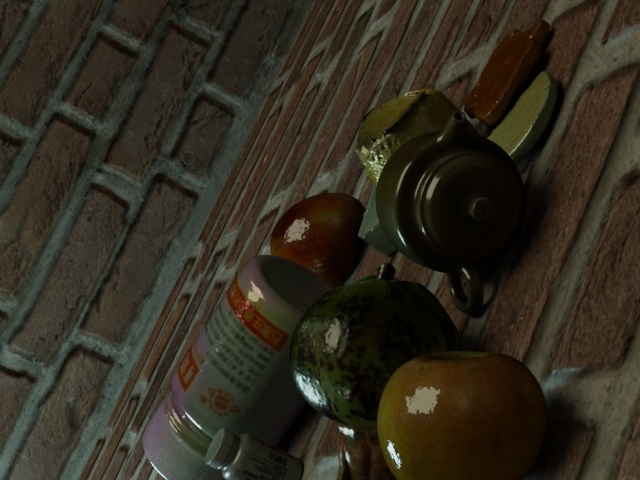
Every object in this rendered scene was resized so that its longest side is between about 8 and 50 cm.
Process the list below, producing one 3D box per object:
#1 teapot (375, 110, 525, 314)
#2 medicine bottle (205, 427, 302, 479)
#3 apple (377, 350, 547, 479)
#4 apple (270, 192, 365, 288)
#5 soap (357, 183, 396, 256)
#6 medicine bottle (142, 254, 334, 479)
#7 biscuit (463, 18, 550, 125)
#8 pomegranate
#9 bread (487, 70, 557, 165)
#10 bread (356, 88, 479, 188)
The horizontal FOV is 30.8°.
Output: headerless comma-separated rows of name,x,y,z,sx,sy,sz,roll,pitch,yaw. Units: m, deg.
teapot,0.180,-0.035,1.500,0.175,0.185,0.268,-149,50,-75
medicine bottle,-0.105,0.351,1.820,0.079,0.140,0.079,-56,15,23
apple,0.145,0.195,1.205,0.182,0.182,0.155,176,92,-73
apple,0.000,0.000,2.145,0.173,0.160,0.195,-16,50,41
soap,0.134,-0.081,1.962,0.119,0.066,0.198,-45,21,51
medicine bottle,-0.124,0.233,1.956,0.388,0.219,0.219,-57,15,20
biscuit,0.284,-0.252,1.787,0.183,0.043,0.280,-48,15,34
pomegranate,0.079,0.177,1.444,0.204,0.222,0.276,-39,58,41
bread,0.280,-0.145,1.639,0.193,0.036,0.112,-53,16,14
bread,0.148,-0.131,1.786,0.197,0.170,0.197,-36,16,12
